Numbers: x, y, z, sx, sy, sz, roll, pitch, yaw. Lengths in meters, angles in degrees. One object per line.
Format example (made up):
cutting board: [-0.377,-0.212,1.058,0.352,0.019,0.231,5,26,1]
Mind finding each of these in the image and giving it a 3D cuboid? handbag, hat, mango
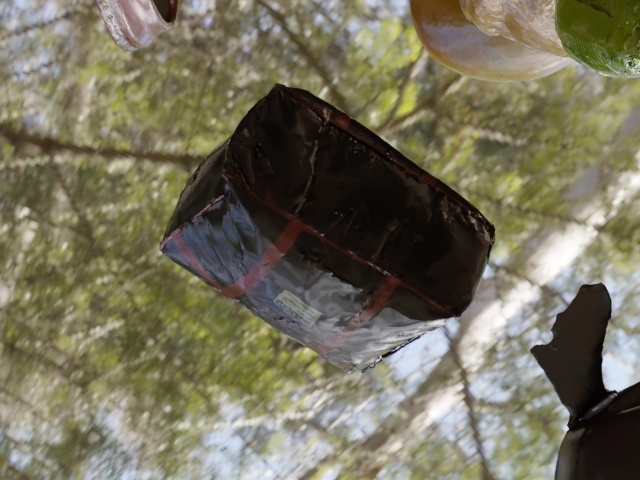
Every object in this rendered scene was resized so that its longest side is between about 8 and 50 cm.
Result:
handbag: [0.000,0.000,1.143,0.215,0.169,0.155,33,-118,-9]
hat: [0.248,0.153,0.953,0.238,0.336,0.209,-1,-124,3]
mango: [0.199,-0.139,0.962,0.074,0.091,0.165,54,-164,-18]
mango: [0.239,-0.289,1.764,0.173,0.317,0.211,36,-110,-39]

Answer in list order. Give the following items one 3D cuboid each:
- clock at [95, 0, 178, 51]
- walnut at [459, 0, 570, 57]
clock: [-0.207,-0.339,1.447,0.080,0.318,0.318,-10,-115,4]
walnut: [0.259,-0.317,1.431,0.344,0.306,0.306,-34,-99,-35]
